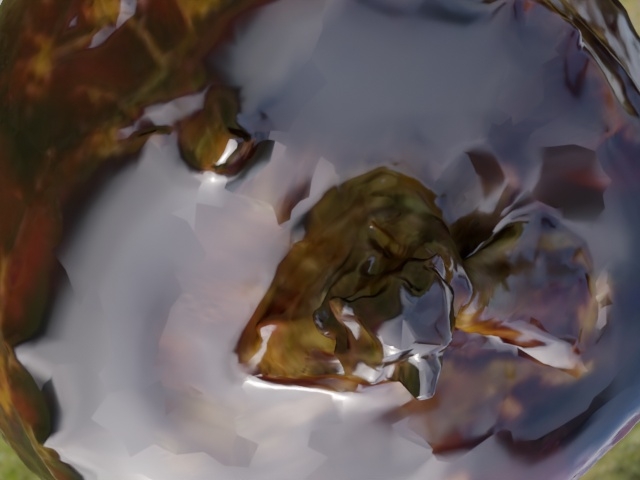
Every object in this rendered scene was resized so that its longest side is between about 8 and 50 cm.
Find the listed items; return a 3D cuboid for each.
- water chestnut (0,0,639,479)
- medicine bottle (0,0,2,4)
[{"bbox_3d":[0.000,0.000,0.649,0.350,0.350,0.302,-55,-160,12],"label":"water chestnut"},{"bbox_3d":[-0.147,-0.272,0.894,0.202,0.202,0.316,-41,134,-23],"label":"medicine bottle"}]
